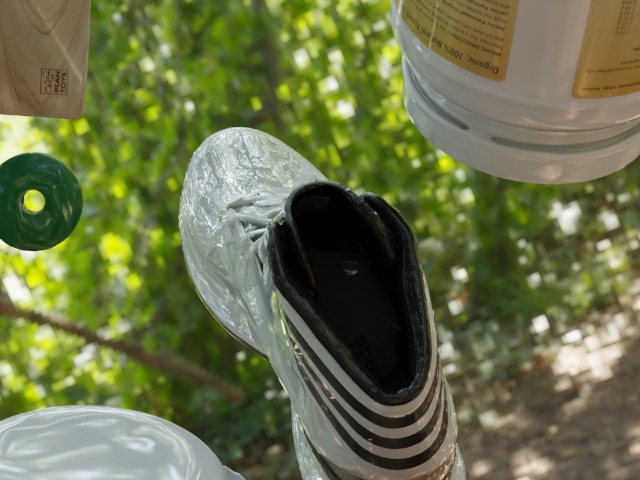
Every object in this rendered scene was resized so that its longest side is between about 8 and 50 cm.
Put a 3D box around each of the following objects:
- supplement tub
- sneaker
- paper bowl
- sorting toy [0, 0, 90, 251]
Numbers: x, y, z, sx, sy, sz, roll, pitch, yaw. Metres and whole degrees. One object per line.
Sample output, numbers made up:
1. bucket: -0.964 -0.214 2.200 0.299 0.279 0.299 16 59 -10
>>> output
1. supplement tub: 0.168 -0.219 1.167 0.228 0.316 0.228 4 42 -3
2. sneaker: 0.001 0.000 1.363 0.169 0.257 0.447 -17 48 -15
3. paper bowl: -0.169 0.222 1.208 0.284 0.148 0.284 5 22 -2
4. sorting toy: -0.171 -0.135 0.782 0.132 0.274 0.046 3 4 -7
